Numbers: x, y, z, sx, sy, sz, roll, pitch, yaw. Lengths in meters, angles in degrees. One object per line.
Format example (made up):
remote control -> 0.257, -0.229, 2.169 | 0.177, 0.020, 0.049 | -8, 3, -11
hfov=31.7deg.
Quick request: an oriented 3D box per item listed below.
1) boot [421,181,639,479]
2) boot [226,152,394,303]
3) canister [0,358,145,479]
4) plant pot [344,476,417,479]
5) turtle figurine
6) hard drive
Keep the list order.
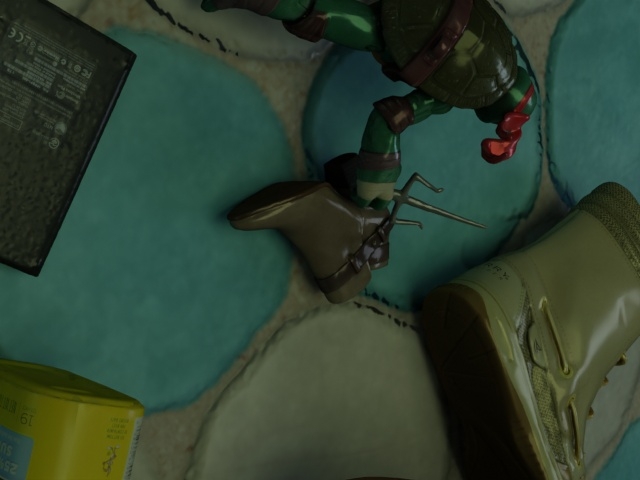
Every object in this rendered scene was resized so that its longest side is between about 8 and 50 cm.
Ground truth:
boot -> 0.194, 0.107, 0.850 | 0.203, 0.095, 0.262 | -32, 110, -31
boot -> 0.000, 0.000, 0.716 | 0.118, 0.042, 0.087 | -27, 114, -31
canister -> -0.153, 0.152, 0.570 | 0.073, 0.126, 0.170 | 15, 86, -38
plant pot -> 0.068, 0.274, 0.679 | 0.291, 0.291, 0.203 | 38, 58, -35
turtle figurine -> 0.053, -0.121, 0.688 | 0.234, 0.118, 0.175 | 36, 55, -21
hard drive -> -0.164, -0.059, 0.593 | 0.094, 0.022, 0.135 | 29, 79, -37
